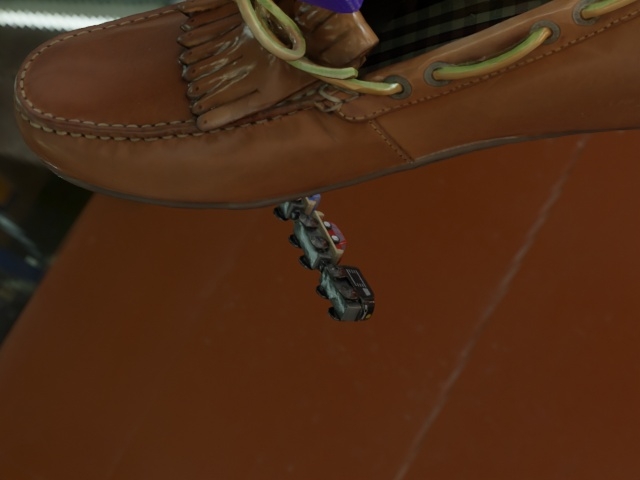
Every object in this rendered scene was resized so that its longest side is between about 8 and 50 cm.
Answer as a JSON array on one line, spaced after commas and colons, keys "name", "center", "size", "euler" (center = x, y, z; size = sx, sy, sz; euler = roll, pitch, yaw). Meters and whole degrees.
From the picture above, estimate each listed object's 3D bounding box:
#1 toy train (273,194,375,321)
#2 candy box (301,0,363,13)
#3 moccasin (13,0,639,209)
[{"name": "toy train", "center": [0.000, 0.000, 1.119], "size": [0.027, 0.036, 0.158], "euler": [-63, 37, 29]}, {"name": "candy box", "center": [-0.005, -0.246, 0.349], "size": [0.122, 0.268, 0.317], "euler": [21, 84, 16]}, {"name": "moccasin", "center": [0.021, -0.103, 0.804], "size": [0.380, 0.147, 0.139], "euler": [-4, 48, 21]}]
